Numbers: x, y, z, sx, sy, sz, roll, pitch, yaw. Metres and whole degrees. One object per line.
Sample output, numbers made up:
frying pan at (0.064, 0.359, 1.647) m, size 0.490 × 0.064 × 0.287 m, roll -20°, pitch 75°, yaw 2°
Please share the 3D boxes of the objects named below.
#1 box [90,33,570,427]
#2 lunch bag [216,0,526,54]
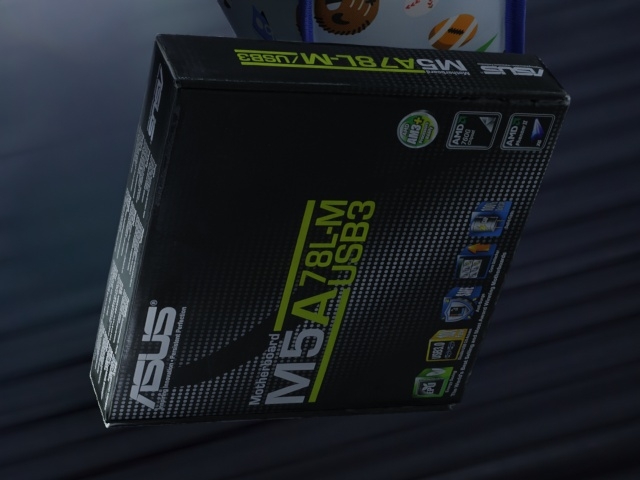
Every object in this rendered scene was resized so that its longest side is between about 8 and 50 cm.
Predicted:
box at (0.000, 0.000, 0.745) m, size 0.045 × 0.184 × 0.190 m, roll -120°, pitch 38°, yaw -47°
lunch bag at (-0.003, -0.298, 1.253) m, size 0.328 × 0.239 × 0.385 m, roll 59°, pitch 166°, yaw 30°
